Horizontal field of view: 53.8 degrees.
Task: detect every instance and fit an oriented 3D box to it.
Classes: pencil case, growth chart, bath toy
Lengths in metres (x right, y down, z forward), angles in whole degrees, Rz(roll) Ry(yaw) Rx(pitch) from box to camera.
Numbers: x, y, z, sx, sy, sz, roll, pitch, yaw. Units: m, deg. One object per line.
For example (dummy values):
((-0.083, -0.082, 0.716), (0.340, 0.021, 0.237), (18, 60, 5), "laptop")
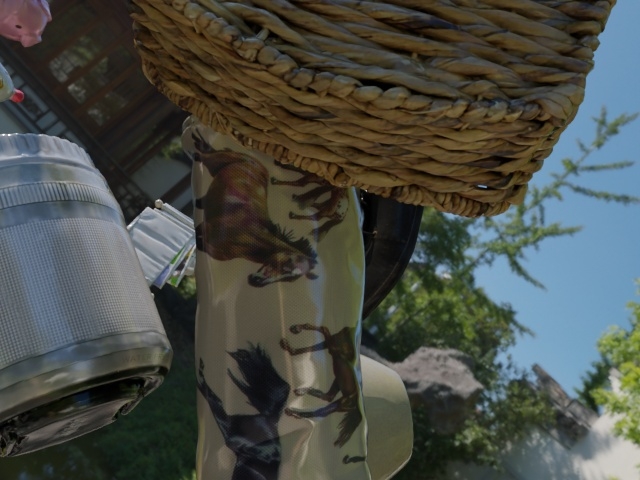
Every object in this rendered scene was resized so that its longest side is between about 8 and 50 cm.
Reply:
((-0.033, 0.098, 0.548), (0.183, 0.160, 0.410), (-9, 96, -85), "pencil case")
((-0.314, 0.016, 1.227), (0.172, 0.237, 0.021), (40, -48, -2), "growth chart")
((-0.443, -0.350, 0.915), (0.129, 0.348, 0.151), (25, -2, -33), "bath toy")

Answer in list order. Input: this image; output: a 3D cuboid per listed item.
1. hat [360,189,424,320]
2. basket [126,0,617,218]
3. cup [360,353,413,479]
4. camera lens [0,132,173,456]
((0.000, 0.000, 0.846), (0.331, 0.331, 0.134), (42, -5, 33), "hat")
((0.022, -0.125, 0.466), (0.299, 0.213, 0.223), (22, -24, 3), "basket")
((0.027, 0.327, 1.122), (0.331, 0.237, 0.331), (177, -90, -79), "cup")
((-0.291, 0.060, 0.643), (0.219, 0.219, 0.274), (78, -12, -74), "camera lens")
